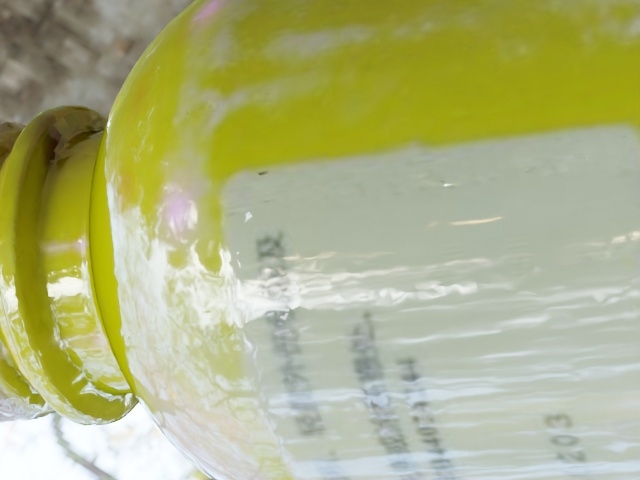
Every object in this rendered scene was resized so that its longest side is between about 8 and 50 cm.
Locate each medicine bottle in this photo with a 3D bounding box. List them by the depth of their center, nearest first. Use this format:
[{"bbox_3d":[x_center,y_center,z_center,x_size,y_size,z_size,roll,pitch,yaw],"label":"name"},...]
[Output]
[{"bbox_3d":[0.000,0.000,0.394,0.212,0.122,0.122,-6,-176,21],"label":"medicine bottle"}]
